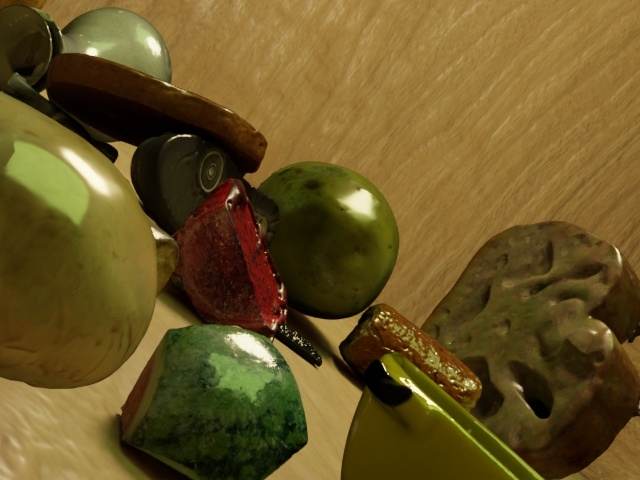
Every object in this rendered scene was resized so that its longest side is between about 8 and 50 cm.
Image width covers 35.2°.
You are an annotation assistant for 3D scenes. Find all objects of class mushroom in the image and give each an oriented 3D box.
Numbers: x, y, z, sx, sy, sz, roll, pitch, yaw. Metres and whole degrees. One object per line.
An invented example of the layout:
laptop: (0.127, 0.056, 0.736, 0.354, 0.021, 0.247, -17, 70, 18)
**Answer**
mushroom: (-0.130, 0.000, 0.370, 0.148, 0.112, 0.148, 37, 2, -1)

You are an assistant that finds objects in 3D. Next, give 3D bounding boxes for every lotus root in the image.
lotus root: (0.271, 0.151, 1.394, 0.111, 0.375, 0.390, 38, 40, -31)

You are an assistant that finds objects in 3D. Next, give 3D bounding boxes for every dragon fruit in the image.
dragon fruit: (-0.095, 0.028, 0.909, 0.102, 0.096, 0.147, -68, 139, -78)

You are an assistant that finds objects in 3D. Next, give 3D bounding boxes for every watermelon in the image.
watermelon: (-0.056, 0.084, 0.512, 0.072, 0.092, 0.084, -20, -61, 47)

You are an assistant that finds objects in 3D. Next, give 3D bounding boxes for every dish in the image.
dish: (0.084, 0.172, 0.585, 0.221, 0.108, 0.262, 41, 1, 18)

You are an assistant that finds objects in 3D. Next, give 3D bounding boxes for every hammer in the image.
hammer: (-0.266, -0.102, 1.083, 0.159, 0.041, 0.226, 38, 3, -32)

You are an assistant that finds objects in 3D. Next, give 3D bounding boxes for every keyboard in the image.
keyboard: (-0.079, 0.072, 1.114, 0.204, 0.013, 0.061, 39, 3, -24)

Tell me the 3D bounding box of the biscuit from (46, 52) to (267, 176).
biscuit: (-0.184, -0.142, 1.148, 0.257, 0.049, 0.273, 19, -6, -3)

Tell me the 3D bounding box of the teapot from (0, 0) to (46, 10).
teapot: (-0.438, -0.377, 1.282, 0.203, 0.311, 0.167, -5, 18, -7)

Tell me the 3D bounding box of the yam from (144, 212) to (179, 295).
yam: (-0.226, -0.071, 0.648, 0.357, 0.081, 0.081, 41, 2, 23)

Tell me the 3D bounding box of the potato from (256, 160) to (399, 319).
potato: (0.002, -0.003, 1.364, 0.216, 0.216, 0.304, 39, -13, -19)

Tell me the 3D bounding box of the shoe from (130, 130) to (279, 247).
shoe: (-0.164, -0.055, 1.136, 0.149, 0.109, 0.293, 18, -8, 24)

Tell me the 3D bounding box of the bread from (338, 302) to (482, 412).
bread: (0.112, 0.165, 1.296, 0.172, 0.103, 0.132, 41, -10, -3)

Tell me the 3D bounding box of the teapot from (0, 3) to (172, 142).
teapot: (-0.313, -0.224, 1.291, 0.183, 0.183, 0.251, 41, 13, 18)
